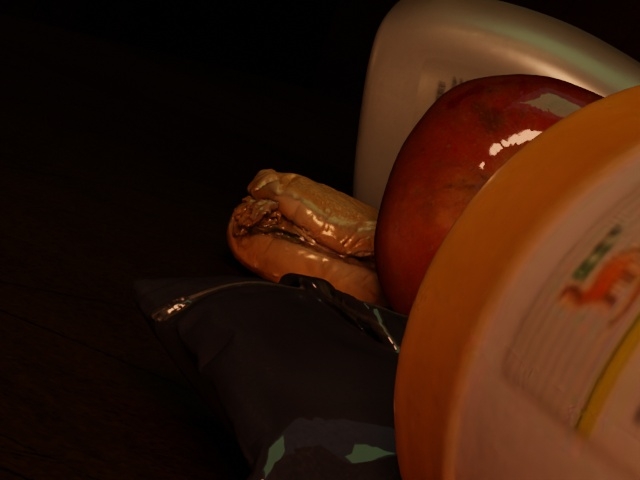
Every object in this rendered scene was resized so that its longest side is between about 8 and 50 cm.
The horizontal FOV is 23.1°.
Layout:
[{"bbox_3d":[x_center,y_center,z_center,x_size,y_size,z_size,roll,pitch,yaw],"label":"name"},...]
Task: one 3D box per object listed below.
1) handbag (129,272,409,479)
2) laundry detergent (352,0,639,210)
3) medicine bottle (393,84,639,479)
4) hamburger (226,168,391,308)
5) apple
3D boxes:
[{"bbox_3d":[0.047,0.086,0.724,0.254,0.089,0.211,15,15,-27],"label":"handbag"},{"bbox_3d":[0.228,-0.035,1.235,0.397,0.264,0.125,16,27,17],"label":"laundry detergent"},{"bbox_3d":[0.173,0.079,0.518,0.237,0.238,0.232,15,9,-23],"label":"medicine bottle"},{"bbox_3d":[0.000,0.000,1.192,0.147,0.083,0.138,19,4,-10],"label":"hamburger"},{"bbox_3d":[0.148,0.003,1.083,0.230,0.230,0.230,18,8,-3],"label":"apple"}]
